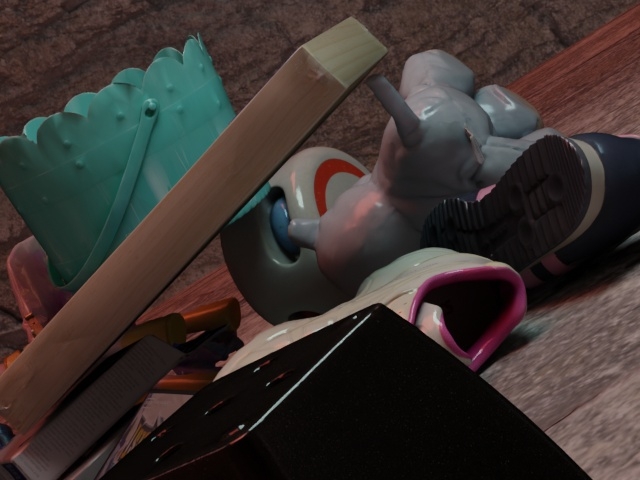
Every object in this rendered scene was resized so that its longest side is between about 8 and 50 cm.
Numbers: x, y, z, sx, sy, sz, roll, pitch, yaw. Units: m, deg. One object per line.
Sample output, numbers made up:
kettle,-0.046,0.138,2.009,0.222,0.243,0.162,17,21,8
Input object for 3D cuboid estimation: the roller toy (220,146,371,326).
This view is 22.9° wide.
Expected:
roller toy,0.000,0.000,1.770,0.146,0.209,0.191,-29,23,32

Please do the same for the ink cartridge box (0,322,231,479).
ink cartridge box,-0.201,0.143,1.452,0.224,0.045,0.223,-41,5,-20

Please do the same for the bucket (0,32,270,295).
bucket,-0.199,-0.076,1.649,0.281,0.183,0.281,-27,9,5

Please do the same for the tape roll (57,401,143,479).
tape roll,-0.215,0.239,1.386,0.219,0.072,0.219,-39,4,3

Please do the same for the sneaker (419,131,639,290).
sneaker,0.193,-0.007,1.353,0.131,0.112,0.319,-5,-11,-23

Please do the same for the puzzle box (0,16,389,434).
puzzle box,-0.110,-0.022,1.382,0.409,0.052,0.272,-46,3,15

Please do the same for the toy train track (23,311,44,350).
toy train track,-0.295,0.092,1.650,0.048,0.014,0.083,-30,31,-13

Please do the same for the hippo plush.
hippo plush,0.117,-0.029,1.574,0.236,0.234,0.294,-58,-4,20

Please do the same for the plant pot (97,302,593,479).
plant pot,0.001,0.140,0.693,0.188,0.167,0.187,-27,9,39

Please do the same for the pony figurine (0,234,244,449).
pony figurine,-0.277,0.139,1.791,0.364,0.302,0.351,-7,2,16

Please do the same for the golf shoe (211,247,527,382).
golf shoe,0.028,0.097,1.198,0.306,0.115,0.140,-37,10,-22

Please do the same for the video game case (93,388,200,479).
video game case,-0.144,0.212,1.066,0.248,0.035,0.275,-58,12,-13
